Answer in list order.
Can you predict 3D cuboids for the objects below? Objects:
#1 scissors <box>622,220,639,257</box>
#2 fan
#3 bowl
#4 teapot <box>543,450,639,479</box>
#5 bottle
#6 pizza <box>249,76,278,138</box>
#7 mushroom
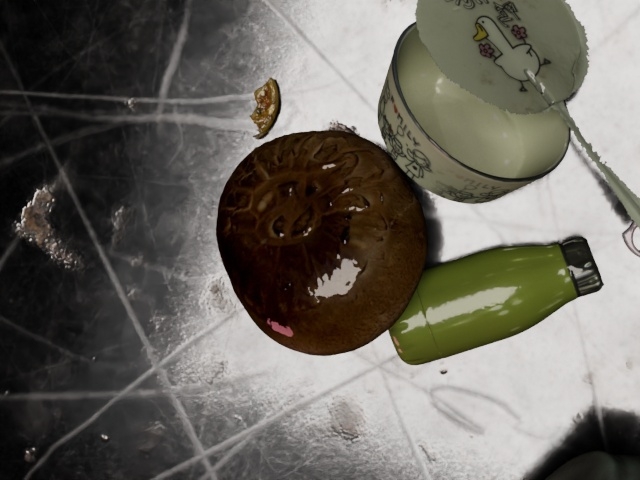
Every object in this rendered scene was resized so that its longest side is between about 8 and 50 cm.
[{"bbox_3d":[0.439,0.047,1.297,0.100,0.015,0.189,-16,91,13],"label":"scissors"},{"bbox_3d":[0.259,-0.179,1.242,0.233,0.012,0.415,-26,77,-28],"label":"fan"},{"bbox_3d":[0.167,-0.139,1.260,0.238,0.238,0.126,45,143,6],"label":"bowl"},{"bbox_3d":[0.361,0.466,1.213,0.361,0.305,0.376,41,128,0],"label":"teapot"},{"bbox_3d":[0.210,0.067,1.293,0.260,0.112,0.112,-19,89,11],"label":"bottle"},{"bbox_3d":[-0.074,-0.173,1.388,0.037,0.016,0.083,16,97,17],"label":"pizza"},{"bbox_3d":[-0.012,0.001,1.286,0.278,0.163,0.297,-48,54,17],"label":"mushroom"}]
